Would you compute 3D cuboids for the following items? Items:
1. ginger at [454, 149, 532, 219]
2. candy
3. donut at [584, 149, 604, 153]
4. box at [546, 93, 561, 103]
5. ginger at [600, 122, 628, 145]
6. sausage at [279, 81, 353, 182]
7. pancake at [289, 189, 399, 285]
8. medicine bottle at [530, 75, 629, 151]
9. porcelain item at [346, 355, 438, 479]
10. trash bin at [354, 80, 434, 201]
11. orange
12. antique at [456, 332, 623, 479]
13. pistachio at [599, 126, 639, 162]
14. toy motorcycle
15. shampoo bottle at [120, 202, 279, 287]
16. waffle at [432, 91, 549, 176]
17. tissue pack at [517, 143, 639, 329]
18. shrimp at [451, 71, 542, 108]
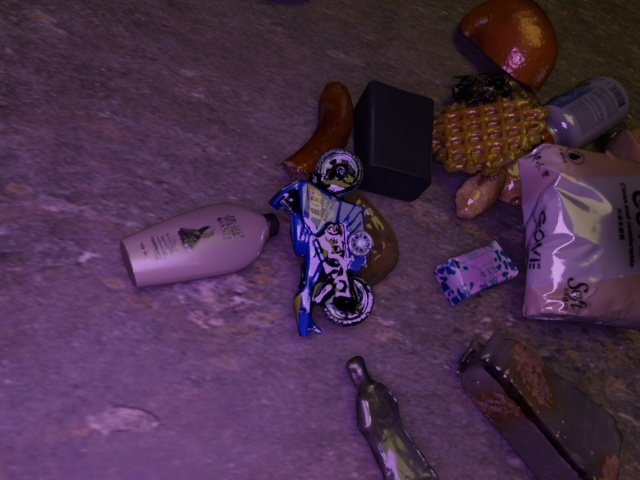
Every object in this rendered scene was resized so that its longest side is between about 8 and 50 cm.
[{"bbox_3d":[0.498,-0.175,1.042,0.363,0.122,0.348,10,68,-5],"label":"ginger"},{"bbox_3d":[0.321,0.065,0.868,0.160,0.073,0.092,-16,69,-28],"label":"candy"},{"bbox_3d":[0.676,-0.149,1.074,0.065,0.178,0.162,-3,104,-2],"label":"donut"},{"bbox_3d":[0.773,-0.375,1.293,0.156,0.060,0.111,20,60,-13],"label":"box"},{"bbox_3d":[0.912,-0.396,1.339,0.137,0.089,0.290,21,59,-52],"label":"ginger"},{"bbox_3d":[0.010,-0.228,0.898,0.102,0.076,0.302,28,57,-6],"label":"sausage"},{"bbox_3d":[0.053,-0.012,0.816,0.241,0.050,0.242,9,61,-17],"label":"pancake"},{"bbox_3d":[0.668,-0.316,1.132,0.288,0.157,0.157,-30,77,-15],"label":"medicine bottle"},{"bbox_3d":[0.094,0.288,0.659,0.081,0.069,0.216,-21,74,-25],"label":"porcelain item"},{"bbox_3d":[0.162,-0.218,0.934,0.165,0.115,0.226,13,61,-14],"label":"trash bin"},{"bbox_3d":[0.581,-0.617,1.303,0.274,0.274,0.310,-23,35,-30],"label":"orange"},{"bbox_3d":[0.370,0.294,0.733,0.284,0.125,0.150,45,55,5],"label":"antique"},{"bbox_3d":[0.856,-0.181,1.127,0.321,0.229,0.238,-53,133,-46],"label":"pistachio"},{"bbox_3d":[0.000,0.000,0.708,0.168,0.113,0.315,-4,84,-2],"label":"toy motorcycle"},{"bbox_3d":[-0.185,0.003,0.695,0.256,0.078,0.127,-18,69,-32],"label":"shampoo bottle"},{"bbox_3d":[0.379,-0.262,0.992,0.291,0.051,0.291,-12,52,17],"label":"waffle"},{"bbox_3d":[0.597,0.000,0.900,0.390,0.195,0.376,4,85,-13],"label":"tissue pack"},{"bbox_3d":[0.520,-0.384,1.198,0.364,0.071,0.233,-11,73,-32],"label":"shrimp"}]
